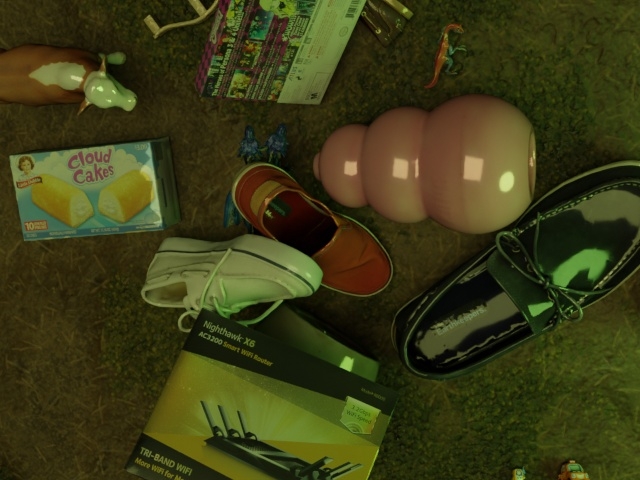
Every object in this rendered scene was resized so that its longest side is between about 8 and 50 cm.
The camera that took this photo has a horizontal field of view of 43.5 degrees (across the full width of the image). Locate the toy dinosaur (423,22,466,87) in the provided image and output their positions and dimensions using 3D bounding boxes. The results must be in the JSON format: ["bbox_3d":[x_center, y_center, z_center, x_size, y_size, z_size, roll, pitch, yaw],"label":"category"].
[{"bbox_3d":[0.193,-0.286,1.219,0.047,0.090,0.082,18,150,18],"label":"toy dinosaur"}]

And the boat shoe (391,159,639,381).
[{"bbox_3d":[0.319,0.061,1.226,0.500,0.156,0.187,-35,91,16],"label":"boat shoe"}]

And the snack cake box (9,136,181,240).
[{"bbox_3d":[-0.386,-0.090,1.382,0.264,0.089,0.152,-4,102,13],"label":"snack cake box"}]

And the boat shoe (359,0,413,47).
[{"bbox_3d":[0.042,-0.382,1.230,0.207,0.073,0.073,40,105,2],"label":"boat shoe"}]

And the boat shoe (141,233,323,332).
[{"bbox_3d":[-0.163,0.082,1.256,0.367,0.156,0.136,3,147,40],"label":"boat shoe"}]

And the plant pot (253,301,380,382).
[{"bbox_3d":[-0.055,0.265,1.295,0.323,0.323,0.280,31,91,4],"label":"plant pot"}]

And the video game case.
[{"bbox_3d":[-0.056,-0.304,1.177,0.042,0.210,0.232,64,143,35],"label":"video game case"}]

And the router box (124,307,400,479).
[{"bbox_3d":[-0.076,0.267,1.117,0.308,0.081,0.243,22,72,3],"label":"router box"}]

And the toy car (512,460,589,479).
[{"bbox_3d":[0.381,0.388,1.336,0.122,0.060,0.041,-2,70,6],"label":"toy car"}]

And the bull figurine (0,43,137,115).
[{"bbox_3d":[-0.425,-0.265,1.300,0.310,0.188,0.101,8,104,11],"label":"bull figurine"}]

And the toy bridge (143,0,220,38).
[{"bbox_3d":[-0.203,-0.390,1.307,0.188,0.026,0.063,-37,94,16],"label":"toy bridge"}]

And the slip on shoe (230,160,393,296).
[{"bbox_3d":[0.000,0.000,1.241,0.123,0.101,0.331,-49,126,3],"label":"slip on shoe"}]

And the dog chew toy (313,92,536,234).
[{"bbox_3d":[0.149,-0.113,1.206,0.331,0.206,0.207,1,103,20],"label":"dog chew toy"}]

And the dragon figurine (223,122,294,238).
[{"bbox_3d":[-0.103,-0.056,1.297,0.085,0.144,0.289,15,105,9],"label":"dragon figurine"}]
